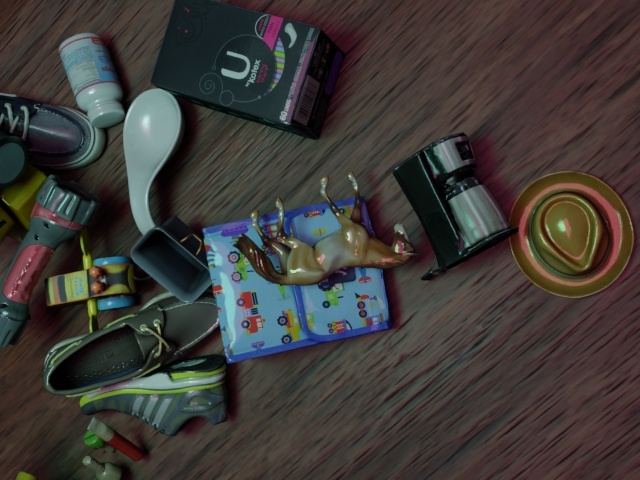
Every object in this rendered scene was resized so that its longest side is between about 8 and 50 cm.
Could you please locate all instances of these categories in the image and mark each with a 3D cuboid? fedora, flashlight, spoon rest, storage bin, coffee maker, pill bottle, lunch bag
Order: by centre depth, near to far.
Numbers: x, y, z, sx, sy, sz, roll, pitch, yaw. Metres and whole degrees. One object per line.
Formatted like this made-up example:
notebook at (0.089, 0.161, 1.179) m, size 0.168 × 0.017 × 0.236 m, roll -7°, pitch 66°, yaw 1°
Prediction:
fedora at (0.371, -0.011, 1.101) m, size 0.194 × 0.079 × 0.195 m, roll -1°, pitch 88°, yaw 18°
coffee maker at (0.188, -0.052, 1.142) m, size 0.171 × 0.120 × 0.178 m, roll -30°, pitch 79°, yaw 17°
lunch bag at (-0.022, 0.063, 1.220) m, size 0.293 × 0.138 × 0.221 m, roll -13°, pitch 82°, yaw 4°
storage bin at (-0.234, 0.019, 1.252) m, size 0.135 × 0.091 × 0.098 m, roll 41°, pitch 115°, yaw -12°
flashlight at (-0.491, 0.040, 1.274) m, size 0.103 × 0.103 × 0.304 m, roll 30°, pitch 95°, yaw 4°
spoon rest at (-0.298, -0.135, 1.320) m, size 0.137 × 0.084 × 0.277 m, roll -5°, pitch 88°, yaw 30°
pill bottle at (-0.419, -0.295, 1.369) m, size 0.087 × 0.087 × 0.160 m, roll -25°, pitch 81°, yaw 16°

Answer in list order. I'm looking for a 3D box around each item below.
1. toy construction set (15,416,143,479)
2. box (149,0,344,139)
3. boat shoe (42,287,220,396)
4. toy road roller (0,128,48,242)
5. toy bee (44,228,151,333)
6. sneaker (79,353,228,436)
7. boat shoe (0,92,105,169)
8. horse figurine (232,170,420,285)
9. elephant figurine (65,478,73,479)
toy construction set at (-0.477, 0.415, 1.230) m, size 0.257 × 0.237 × 0.309 m, roll 26°, pitch 68°, yaw 43°
box at (-0.121, -0.291, 1.241) m, size 0.270 × 0.143 × 0.165 m, roll 19°, pitch 93°, yaw 19°
boat shoe at (-0.306, 0.173, 1.246) m, size 0.324 × 0.096 × 0.117 m, roll -20°, pitch 101°, yaw -12°
toy road roller at (-0.614, -0.062, 1.279) m, size 0.202 × 0.330 × 0.241 m, roll 24°, pitch 68°, yaw 18°
toy bee at (-0.386, 0.064, 1.307) m, size 0.298 × 0.162 × 0.195 m, roll -31°, pitch 77°, yaw 15°
sneaker at (-0.293, 0.287, 1.298) m, size 0.299 × 0.111 × 0.121 m, roll -13°, pitch 93°, yaw 22°
boat shoe at (-0.586, -0.212, 1.383) m, size 0.340 × 0.158 × 0.127 m, roll 10°, pitch 91°, yaw 19°
horse figurine at (0.000, 0.000, 1.143) m, size 0.263 × 0.066 × 0.175 m, roll -23°, pitch 81°, yaw -13°
elephant figurine at (-0.444, 0.589, 1.318) m, size 0.186 × 0.169 × 0.240 m, roll 32°, pitch 81°, yaw -12°
